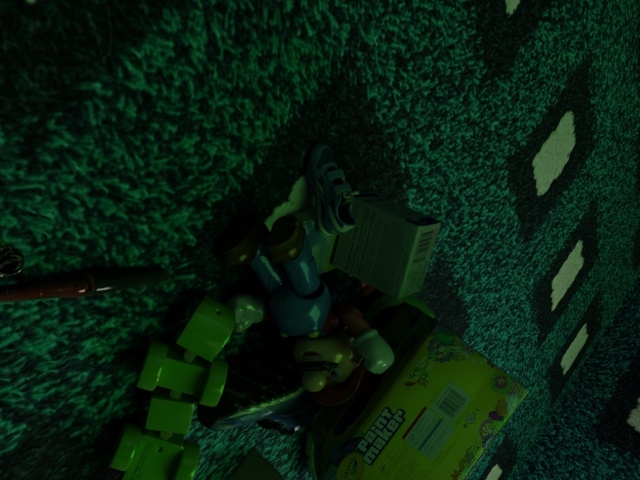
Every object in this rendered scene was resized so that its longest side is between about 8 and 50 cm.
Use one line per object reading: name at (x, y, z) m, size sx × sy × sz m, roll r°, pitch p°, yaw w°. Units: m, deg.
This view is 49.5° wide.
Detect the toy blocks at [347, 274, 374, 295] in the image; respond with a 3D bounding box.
toy blocks at (0.093, 0.049, 1.268) m, size 0.148 × 0.054 × 0.123 m, roll -32°, pitch 136°, yaw -36°

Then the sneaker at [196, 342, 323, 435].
sneaker at (-0.072, 0.267, 1.143) m, size 0.330 × 0.130 × 0.147 m, roll -2°, pitch 113°, yaw -52°

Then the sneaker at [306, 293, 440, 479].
sneaker at (0.117, 0.342, 1.377) m, size 0.185 × 0.202 × 0.483 m, roll -6°, pitch 118°, yaw -50°

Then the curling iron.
curling iron at (-0.276, 0.040, 0.791) m, size 0.274 × 0.035 × 0.068 m, roll 8°, pitch 107°, yaw -54°

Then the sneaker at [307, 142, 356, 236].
sneaker at (0.021, -0.078, 1.046) m, size 0.053 × 0.059 × 0.144 m, roll -20°, pitch 101°, yaw -44°

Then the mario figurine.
mario figurine at (-0.023, 0.130, 0.999) m, size 0.170 × 0.198 × 0.320 m, roll -36°, pitch 117°, yaw -11°

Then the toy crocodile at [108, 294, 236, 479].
toy crocodile at (-0.212, 0.237, 0.969) m, size 0.115 × 0.105 × 0.340 m, roll 18°, pitch 103°, yaw -14°

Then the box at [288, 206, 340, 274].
box at (0.000, 0.000, 1.120) m, size 0.178 × 0.042 × 0.109 m, roll -18°, pitch 127°, yaw -46°

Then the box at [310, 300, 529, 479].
box at (0.144, 0.279, 1.139) m, size 0.290 × 0.177 × 0.279 m, roll -53°, pitch -176°, yaw -2°

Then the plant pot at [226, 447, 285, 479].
plant pot at (-0.107, 0.466, 1.267) m, size 0.109 × 0.096 × 0.109 m, roll -49°, pitch 145°, yaw -18°

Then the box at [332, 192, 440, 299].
box at (0.102, 0.006, 1.096) m, size 0.072 × 0.137 × 0.126 m, roll -14°, pitch 123°, yaw -51°
